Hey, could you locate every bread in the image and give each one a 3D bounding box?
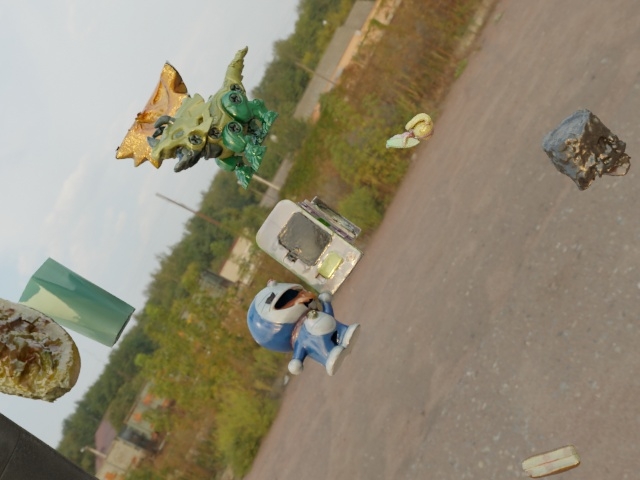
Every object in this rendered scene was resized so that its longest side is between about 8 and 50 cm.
[{"bbox_3d":[0.453,0.432,1.147,0.109,0.062,0.043,-28,57,23],"label":"bread"}]

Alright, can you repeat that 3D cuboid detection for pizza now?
[{"bbox_3d":[-0.555,0.188,1.104,0.268,0.258,0.087,-112,41,-76],"label":"pizza"}]

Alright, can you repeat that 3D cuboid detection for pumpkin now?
[{"bbox_3d":[-0.364,-0.286,1.396,0.254,0.131,0.149,-58,15,15],"label":"pumpkin"}]

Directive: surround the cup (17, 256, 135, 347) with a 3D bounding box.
[{"bbox_3d":[-0.579,0.161,1.415,0.148,0.236,0.134,-57,7,12],"label":"cup"}]

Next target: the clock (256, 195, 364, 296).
[{"bbox_3d":[0.000,0.001,1.517,0.166,0.235,0.309,-54,-7,9],"label":"clock"}]

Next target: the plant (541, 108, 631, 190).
[{"bbox_3d":[0.764,-0.248,1.697,0.178,0.234,0.204,-41,16,4],"label":"plant"}]

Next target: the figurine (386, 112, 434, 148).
[{"bbox_3d":[0.269,-0.325,1.785,0.187,0.083,0.083,-14,43,50],"label":"figurine"}]

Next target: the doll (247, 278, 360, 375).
[{"bbox_3d":[-0.044,0.189,1.302,0.215,0.257,0.161,-45,-35,-43],"label":"doll"}]

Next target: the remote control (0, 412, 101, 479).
[{"bbox_3d":[-0.342,0.220,0.580,0.377,0.044,0.107,64,-145,-42],"label":"remote control"}]

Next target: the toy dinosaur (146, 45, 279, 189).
[{"bbox_3d":[-0.133,-0.186,0.870,0.259,0.153,0.094,-64,11,-30],"label":"toy dinosaur"}]
